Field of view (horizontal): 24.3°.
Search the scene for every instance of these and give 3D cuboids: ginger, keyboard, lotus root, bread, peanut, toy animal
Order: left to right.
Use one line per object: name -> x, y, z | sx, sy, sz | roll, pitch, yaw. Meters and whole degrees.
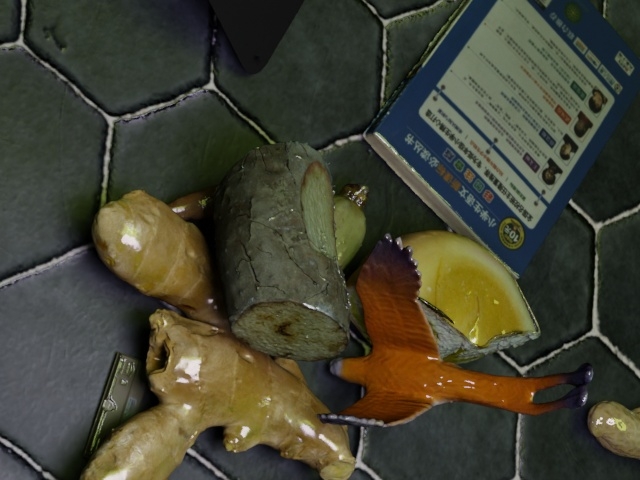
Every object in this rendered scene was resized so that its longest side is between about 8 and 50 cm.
keyboard -> -0.234, 0.198, 1.732 | 0.049, 0.015, 0.129 | 27, 68, -29
ginger -> -0.124, 0.135, 1.758 | 0.348, 0.122, 0.363 | 10, 65, -38
lotus root -> 0.000, 0.000, 1.866 | 0.090, 0.077, 0.183 | 48, 64, -22
bread -> 0.154, 0.074, 1.910 | 0.261, 0.158, 0.156 | 37, 55, -19
toy animal -> 0.155, 0.156, 1.789 | 0.284, 0.302, 0.225 | 15, 75, 1
peanut -> 0.443, 0.266, 2.078 | 0.174, 0.080, 0.080 | 19, 72, -24

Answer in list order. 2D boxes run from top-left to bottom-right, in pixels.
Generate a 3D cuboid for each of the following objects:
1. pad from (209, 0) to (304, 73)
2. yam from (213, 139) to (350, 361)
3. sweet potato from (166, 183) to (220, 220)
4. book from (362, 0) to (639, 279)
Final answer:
pad -> -0.068, -0.434, 1.854 | 0.375, 0.063, 0.315 | -61, 152, -23
yam -> -0.048, 0.014, 1.718 | 0.154, 0.154, 0.254 | 16, 49, -27
sweet potato -> -0.101, -0.045, 1.828 | 0.226, 0.068, 0.068 | -19, 91, -23
book -> 0.274, -0.192, 2.083 | 0.300, 0.039, 0.428 | 45, 62, -16
